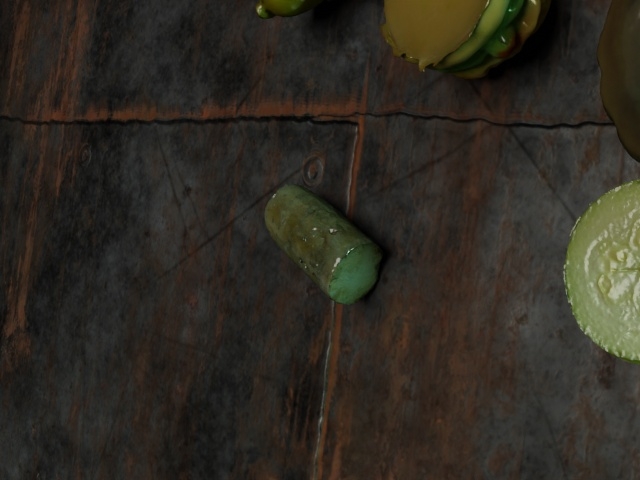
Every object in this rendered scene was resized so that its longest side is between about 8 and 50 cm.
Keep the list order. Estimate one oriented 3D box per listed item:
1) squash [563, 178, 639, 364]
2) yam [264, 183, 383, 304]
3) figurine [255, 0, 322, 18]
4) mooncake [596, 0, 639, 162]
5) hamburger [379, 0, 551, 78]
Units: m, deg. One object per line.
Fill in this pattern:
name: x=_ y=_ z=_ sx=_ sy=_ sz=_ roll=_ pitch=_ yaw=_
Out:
squash: x=0.384 y=0.033 z=1.067 sx=0.219 sy=0.041 sz=0.219 roll=-7 pitch=80 yaw=43
yam: x=0.000 y=0.000 z=1.401 sx=0.194 sy=0.107 sz=0.107 roll=43 pitch=113 yaw=40
figurine: x=0.029 y=-0.448 z=1.396 sx=0.327 sy=0.169 sz=0.218 roll=-21 pitch=85 yaw=43
mooncake: x=0.444 y=-0.180 z=0.956 sx=0.290 sy=0.161 sz=0.290 roll=-8 pitch=79 yaw=41
hamburger: x=0.201 y=-0.321 z=1.219 sx=0.237 sy=0.149 sz=0.237 roll=-10 pitch=78 yaw=52
